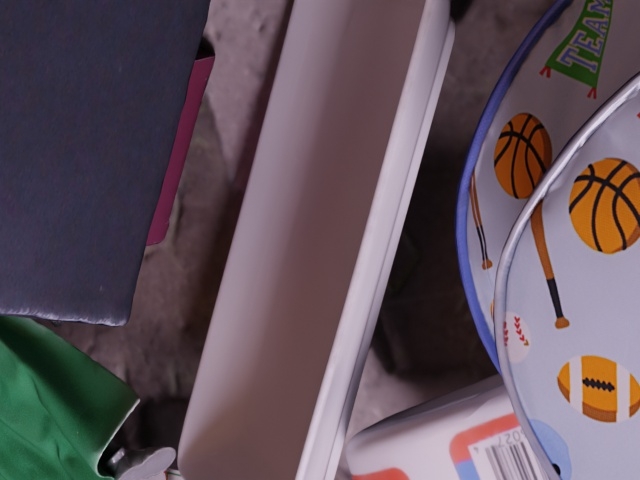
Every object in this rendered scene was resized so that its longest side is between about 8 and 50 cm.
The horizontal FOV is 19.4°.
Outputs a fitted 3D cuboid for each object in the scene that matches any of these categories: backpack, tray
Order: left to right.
[{"bbox_3d":[0.000,0.000,0.808,0.145,0.030,0.270,36,113,64],"label":"tray"},{"bbox_3d":[0.173,0.012,0.633,0.276,0.213,0.263,-47,63,22],"label":"backpack"}]

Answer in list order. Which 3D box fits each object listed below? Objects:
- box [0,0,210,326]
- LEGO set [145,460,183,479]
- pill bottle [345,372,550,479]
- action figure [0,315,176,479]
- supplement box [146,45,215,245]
[{"bbox_3d":[-0.280,-0.255,0.768,0.480,0.297,0.472,17,91,30],"label":"box"},{"bbox_3d":[-0.049,0.225,0.934,0.182,0.060,0.244,3,101,50],"label":"LEGO set"},{"bbox_3d":[0.104,0.163,0.767,0.124,0.124,0.221,-22,87,34],"label":"pill bottle"},{"bbox_3d":[-0.166,0.066,0.951,0.232,0.063,0.137,40,121,33],"label":"action figure"},{"bbox_3d":[-0.156,-0.078,0.913,0.188,0.081,0.104,29,114,25],"label":"supplement box"}]
